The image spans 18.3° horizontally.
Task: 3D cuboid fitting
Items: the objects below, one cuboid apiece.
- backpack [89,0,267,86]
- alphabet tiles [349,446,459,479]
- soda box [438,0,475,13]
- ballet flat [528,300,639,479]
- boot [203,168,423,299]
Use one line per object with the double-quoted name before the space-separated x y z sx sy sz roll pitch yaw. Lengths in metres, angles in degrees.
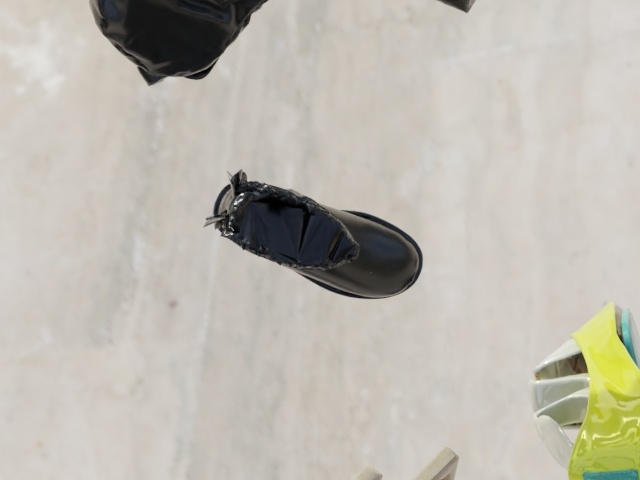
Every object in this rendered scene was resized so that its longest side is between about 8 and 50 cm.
"backpack" -0.072 -0.187 1.031 0.152 0.115 0.182 -37 39 13
"alphabet tiles" -0.042 0.241 0.892 0.011 0.342 0.285 37 60 22
"soda box" 0.052 -0.173 0.856 0.060 0.169 0.053 25 65 14
"ballet flat" 0.160 0.092 1.154 0.077 0.077 0.231 -13 15 4
"boot" 0.001 0.000 0.980 0.121 0.099 0.045 21 89 -9
